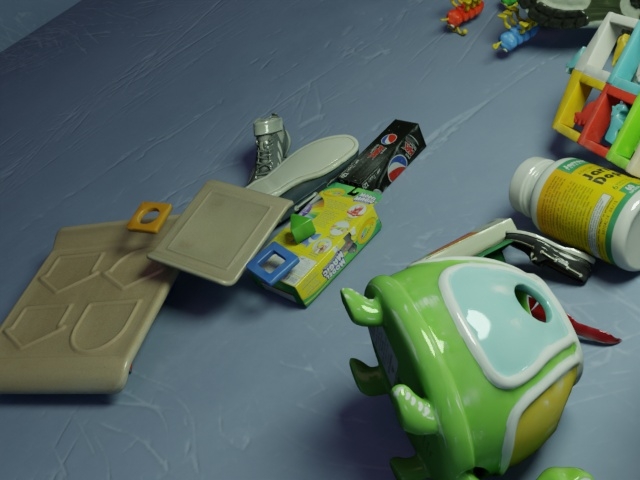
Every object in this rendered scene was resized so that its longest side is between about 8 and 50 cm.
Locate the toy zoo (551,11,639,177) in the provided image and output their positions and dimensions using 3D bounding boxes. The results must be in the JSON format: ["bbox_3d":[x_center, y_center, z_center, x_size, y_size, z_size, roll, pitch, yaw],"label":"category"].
[{"bbox_3d":[0.424,-0.218,1.236,0.293,0.030,0.192,-116,47,-67],"label":"toy zoo"}]

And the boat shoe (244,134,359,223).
[{"bbox_3d":[-0.037,-0.092,1.515,0.255,0.079,0.095,-36,40,-8],"label":"boat shoe"}]

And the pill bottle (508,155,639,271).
[{"bbox_3d":[0.364,-0.046,1.189,0.118,0.117,0.208,-39,38,-16],"label":"pill bottle"}]

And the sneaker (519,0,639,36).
[{"bbox_3d":[0.557,-0.425,1.481,0.410,0.158,0.182,27,43,29],"label":"sneaker"}]

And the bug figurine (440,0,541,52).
[{"bbox_3d":[0.374,-0.451,1.704,0.216,0.072,0.279,-30,35,-8],"label":"bug figurine"}]

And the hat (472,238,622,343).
[{"bbox_3d":[0.231,0.114,1.152,0.173,0.183,0.208,-28,-8,-21],"label":"hat"}]

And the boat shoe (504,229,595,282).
[{"bbox_3d":[0.307,0.021,1.180,0.125,0.046,0.038,22,81,13],"label":"boat shoe"}]

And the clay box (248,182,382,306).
[{"bbox_3d":[0.000,0.000,1.404,0.127,0.053,0.222,20,56,45],"label":"clay box"}]

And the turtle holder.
[{"bbox_3d":[0.175,0.155,0.963,0.228,0.243,0.320,-19,32,-9],"label":"turtle holder"}]

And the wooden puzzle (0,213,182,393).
[{"bbox_3d":[-0.387,0.117,1.484,0.322,0.080,0.347,-5,46,26],"label":"wooden puzzle"}]

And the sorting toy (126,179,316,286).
[{"bbox_3d":[-0.161,-0.010,1.420,0.348,0.047,0.196,17,56,32],"label":"sorting toy"}]

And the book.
[{"bbox_3d":[0.205,0.009,1.258,0.144,0.035,0.096,-28,3,-1],"label":"book"}]

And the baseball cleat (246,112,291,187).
[{"bbox_3d":[-0.106,-0.156,1.606,0.072,0.109,0.205,-8,43,16],"label":"baseball cleat"}]

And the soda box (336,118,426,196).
[{"bbox_3d":[0.108,-0.137,1.502,0.060,0.053,0.169,20,57,43],"label":"soda box"}]

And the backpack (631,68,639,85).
[{"bbox_3d":[0.558,-0.210,1.225,0.254,0.191,0.225,-21,38,15],"label":"backpack"}]
